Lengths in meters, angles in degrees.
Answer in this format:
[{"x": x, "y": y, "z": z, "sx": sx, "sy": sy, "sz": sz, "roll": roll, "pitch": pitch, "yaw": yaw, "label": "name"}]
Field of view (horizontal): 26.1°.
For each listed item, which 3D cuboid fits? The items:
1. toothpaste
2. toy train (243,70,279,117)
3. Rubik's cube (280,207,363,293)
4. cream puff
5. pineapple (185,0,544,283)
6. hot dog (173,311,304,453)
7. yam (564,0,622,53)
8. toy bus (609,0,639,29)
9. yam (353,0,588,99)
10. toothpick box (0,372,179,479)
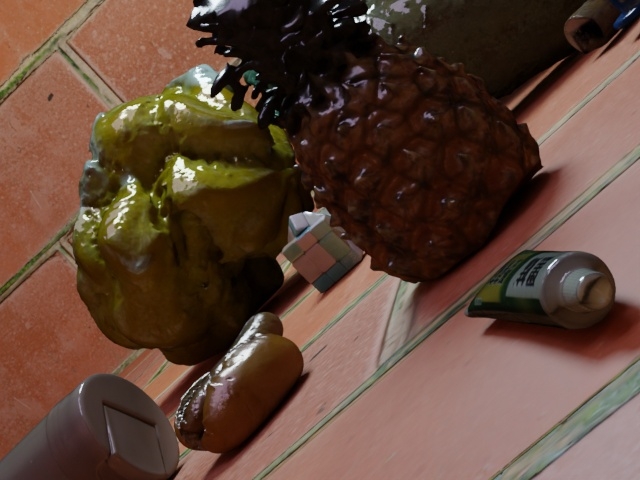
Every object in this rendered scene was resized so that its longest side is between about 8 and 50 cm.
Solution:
[{"x": 0.099, "y": 0.022, "z": 0.629, "sx": 0.049, "sy": 0.031, "sz": 0.204, "roll": -43, "pitch": 1, "yaw": -3, "label": "toothpaste"}, {"x": 0.029, "y": -0.169, "z": 1.627, "sx": 0.269, "sy": 0.154, "sz": 0.115, "roll": 25, "pitch": 92, "yaw": 42, "label": "toy train"}, {"x": 0.003, "y": 0.001, "z": 1.431, "sx": 0.075, "sy": 0.084, "sz": 0.073, "roll": -24, "pitch": 14, "yaw": 17, "label": "Rubik's cube"}, {"x": -0.136, "y": -0.023, "z": 1.732, "sx": 0.275, "sy": 0.378, "sz": 0.378, "roll": 4, "pitch": 25, "yaw": 19, "label": "cream puff"}, {"x": 0.022, "y": -0.106, "z": 0.976, "sx": 0.158, "sy": 0.279, "sz": 0.158, "roll": -43, "pitch": 1, "yaw": 1, "label": "pineapple"}, {"x": -0.059, "y": 0.108, "z": 1.056, "sx": 0.140, "sy": 0.060, "sz": 0.090, "roll": -42, "pitch": 7, "yaw": -38, "label": "hot dog"}, {"x": 0.345, "y": -0.287, "z": 1.361, "sx": 0.327, "sy": 0.045, "sz": 0.045, "roll": -44, "pitch": -27, "yaw": -30, "label": "yam"}, {"x": 0.311, "y": -0.325, "z": 1.131, "sx": 0.287, "sy": 0.175, "sz": 0.138, "roll": -39, "pitch": 6, "yaw": 46, "label": "toy bus"}, {"x": 0.166, "y": -0.231, "z": 1.434, "sx": 0.304, "sy": 0.168, "sz": 0.168, "roll": -32, "pitch": 4, "yaw": -3, "label": "yam"}, {"x": -0.217, "y": 0.207, "z": 1.182, "sx": 0.180, "sy": 0.111, "sz": 0.111, "roll": -42, "pitch": 4, "yaw": 21, "label": "toothpick box"}]
